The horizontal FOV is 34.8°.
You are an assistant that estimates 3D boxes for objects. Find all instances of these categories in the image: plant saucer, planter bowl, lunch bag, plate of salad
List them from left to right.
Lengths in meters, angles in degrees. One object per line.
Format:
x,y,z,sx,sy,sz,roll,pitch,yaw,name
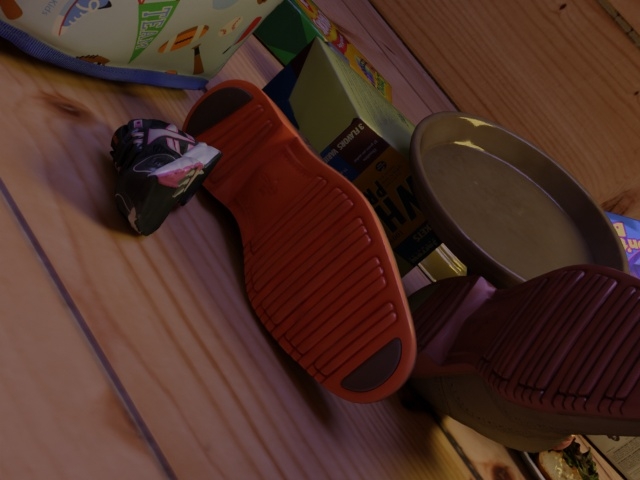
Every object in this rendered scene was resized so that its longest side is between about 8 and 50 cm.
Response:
-0.141,-0.318,0.897,0.239,0.328,0.385,44,16,5,lunch bag
0.196,-0.002,1.481,0.217,0.090,0.217,43,18,-17,planter bowl
0.205,-0.028,1.077,0.278,0.041,0.277,23,38,-19,plant saucer
0.287,0.259,1.198,0.200,0.048,0.200,43,17,-16,plate of salad

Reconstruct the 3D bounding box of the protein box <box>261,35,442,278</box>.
0.036,-0.089,1.180,0.201,0.136,0.199,37,19,-34,protein box

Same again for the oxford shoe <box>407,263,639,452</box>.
0.205,0.116,0.893,0.146,0.140,0.397,50,-17,-18,oxford shoe

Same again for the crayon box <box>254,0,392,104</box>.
0.020,-0.287,1.691,0.318,0.081,0.202,45,16,-13,crayon box

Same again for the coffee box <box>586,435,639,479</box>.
0.476,0.290,1.528,0.246,0.098,0.141,45,17,-11,coffee box

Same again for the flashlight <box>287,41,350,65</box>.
0.076,-0.167,1.523,0.304,0.103,0.103,39,18,-29,flashlight

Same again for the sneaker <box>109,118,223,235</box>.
-0.138,-0.058,0.810,0.077,0.072,0.178,36,9,-3,sneaker

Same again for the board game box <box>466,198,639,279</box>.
0.339,0.085,1.160,0.347,0.078,0.233,15,53,-5,board game box

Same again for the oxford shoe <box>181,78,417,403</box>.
0.000,0.000,0.911,0.133,0.130,0.363,39,18,-51,oxford shoe
